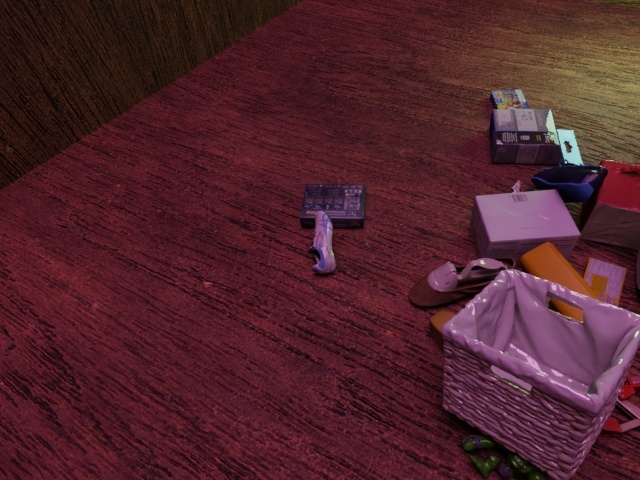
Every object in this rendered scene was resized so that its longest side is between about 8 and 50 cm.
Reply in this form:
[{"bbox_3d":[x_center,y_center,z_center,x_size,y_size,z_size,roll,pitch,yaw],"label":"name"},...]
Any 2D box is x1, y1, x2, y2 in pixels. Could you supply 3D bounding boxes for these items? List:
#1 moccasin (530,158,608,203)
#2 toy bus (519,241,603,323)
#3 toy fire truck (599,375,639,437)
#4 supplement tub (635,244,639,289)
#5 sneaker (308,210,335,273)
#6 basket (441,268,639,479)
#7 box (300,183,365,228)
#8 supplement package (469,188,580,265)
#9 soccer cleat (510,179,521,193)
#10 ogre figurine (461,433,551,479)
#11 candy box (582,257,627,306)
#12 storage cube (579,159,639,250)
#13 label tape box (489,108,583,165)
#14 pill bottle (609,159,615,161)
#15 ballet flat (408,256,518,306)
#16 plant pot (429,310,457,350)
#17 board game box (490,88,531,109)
[{"bbox_3d":[0.826,-0.192,1.486,0.117,0.138,0.342,-44,11,7],"label":"moccasin"},{"bbox_3d":[0.699,0.170,1.249,0.108,0.130,0.332,-30,48,10],"label":"toy bus"},{"bbox_3d":[0.757,0.404,1.106,0.192,0.047,0.135,-5,48,2],"label":"toy fire truck"},{"bbox_3d":[1.079,0.068,1.220,0.332,0.240,0.241,10,50,24],"label":"supplement tub"},{"bbox_3d":[0.000,0.000,1.522,0.086,0.085,0.237,2,61,-14],"label":"sneaker"},{"bbox_3d":[0.496,0.283,1.035,0.332,0.266,0.329,-29,38,-35],"label":"basket"},{"bbox_3d":[0.050,-0.130,1.674,0.233,0.059,0.183,1,48,8],"label":"box"},{"bbox_3d":[0.643,-0.037,1.449,0.262,0.145,0.203,-4,49,4],"label":"supplement package"},{"bbox_3d":[0.719,-0.194,1.658,0.036,0.029,0.083,12,56,13],"label":"soccer cleat"},{"bbox_3d":[0.428,0.517,1.026,0.118,0.096,0.197,-37,36,-1],"label":"ogre figurine"},{"bbox_3d":[0.834,0.143,1.340,0.105,0.027,0.205,22,56,24],"label":"candy box"},{"bbox_3d":[0.955,-0.112,1.433,0.184,0.214,0.193,15,58,20],"label":"storage cube"},{"bbox_3d":[0.856,-0.413,1.783,0.334,0.105,0.240,4,50,12],"label":"label tape box"},{"bbox_3d":[1.045,-0.236,1.625,0.065,0.065,0.116,14,51,19],"label":"pill bottle"},{"bbox_3d":[0.436,0.111,1.361,0.343,0.124,0.116,-10,48,0],"label":"ballet flat"},{"bbox_3d":[0.356,0.249,1.282,0.082,0.081,0.083,-27,40,-15],"label":"plant pot"},{"bbox_3d":[0.846,-0.603,2.000,0.137,0.035,0.201,-2,48,7],"label":"board game box"}]
